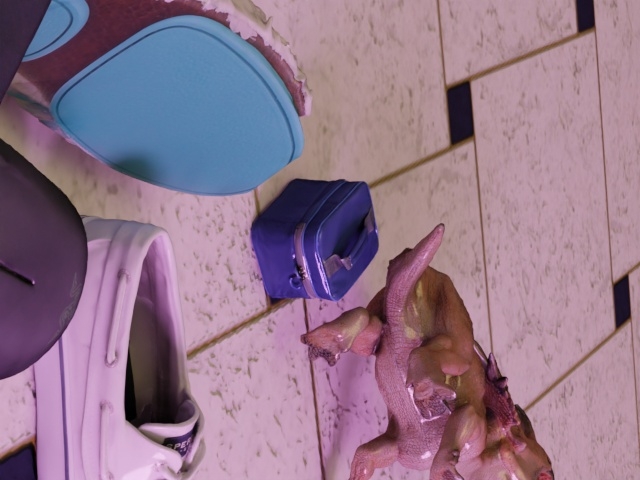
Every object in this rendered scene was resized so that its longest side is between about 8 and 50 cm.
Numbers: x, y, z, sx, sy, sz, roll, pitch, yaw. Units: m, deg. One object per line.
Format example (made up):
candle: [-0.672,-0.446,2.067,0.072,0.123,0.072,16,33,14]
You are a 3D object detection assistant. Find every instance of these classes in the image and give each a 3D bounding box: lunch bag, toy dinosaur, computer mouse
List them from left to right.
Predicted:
computer mouse: [-0.192,0.007,0.871,0.272,0.072,0.188,32,77,-60]
lunch bag: [0.000,0.000,1.257,0.098,0.065,0.067,-52,135,-48]
toy dinosaur: [0.085,0.093,1.340,0.200,0.127,0.296,-48,135,-51]

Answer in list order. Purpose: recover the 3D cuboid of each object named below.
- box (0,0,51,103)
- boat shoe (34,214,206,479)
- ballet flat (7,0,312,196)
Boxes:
box: [-0.277,-0.032,0.514,0.183,0.294,0.296,57,43,-46]
boat shoe: [-0.111,0.114,1.037,0.095,0.084,0.258,-33,119,-57]
ballet flat: [-0.135,-0.145,0.944,0.409,0.147,0.147,29,66,-56]
